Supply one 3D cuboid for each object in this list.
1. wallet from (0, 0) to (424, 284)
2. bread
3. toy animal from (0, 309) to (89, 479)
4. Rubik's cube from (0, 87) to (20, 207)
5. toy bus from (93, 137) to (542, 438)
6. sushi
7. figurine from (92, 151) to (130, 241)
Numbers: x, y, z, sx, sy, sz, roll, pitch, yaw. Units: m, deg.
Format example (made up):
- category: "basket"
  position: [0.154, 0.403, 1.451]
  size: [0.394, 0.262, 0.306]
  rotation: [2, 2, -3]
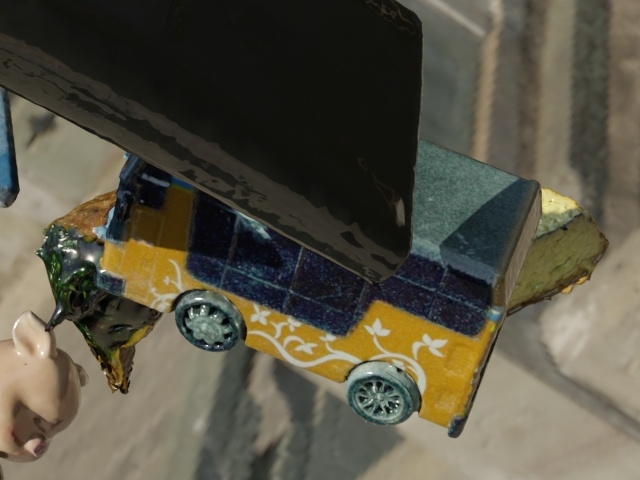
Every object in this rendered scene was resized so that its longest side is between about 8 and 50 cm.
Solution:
- category: "wallet"
  position: [-0.088, -0.142, 1.163]
  size: [0.062, 0.406, 0.228]
  rotation: [-24, 50, 38]
- category: "bread"
  position: [0.203, 0.014, 2.141]
  size: [0.260, 0.129, 0.134]
  rotation: [-28, 50, -12]
- category: "toy animal"
  position: [-0.387, 0.205, 2.070]
  size: [0.250, 0.154, 0.166]
  rotation: [-33, -12, -7]
- category: "Rubik's cube"
  position: [-0.337, -0.141, 1.272]
  size: [0.228, 0.229, 0.233]
  rotation: [-12, 19, 1]
- category: "toy bus"
  position: [0.000, 0.000, 1.431]
  size: [0.162, 0.323, 0.194]
  rotation: [-62, -8, -49]
- category: "sushi"
  position: [-0.228, 0.038, 1.867]
  size: [0.287, 0.149, 0.140]
  rotation: [113, 177, -47]
- category: "figurine"
  position: [-0.158, -0.082, 1.666]
  size: [0.178, 0.144, 0.114]
  rotation: [-53, 11, 9]
